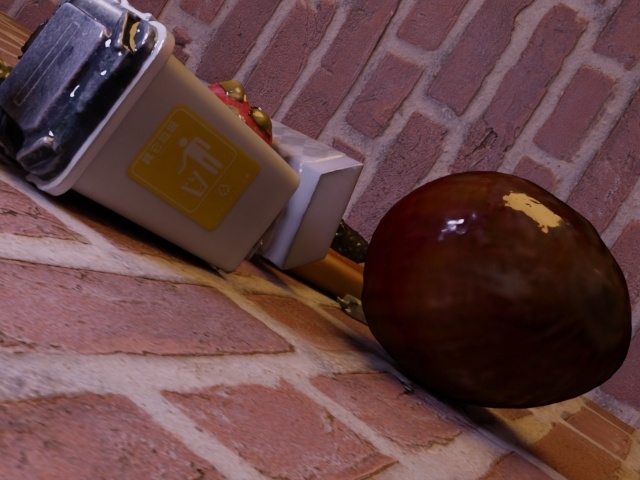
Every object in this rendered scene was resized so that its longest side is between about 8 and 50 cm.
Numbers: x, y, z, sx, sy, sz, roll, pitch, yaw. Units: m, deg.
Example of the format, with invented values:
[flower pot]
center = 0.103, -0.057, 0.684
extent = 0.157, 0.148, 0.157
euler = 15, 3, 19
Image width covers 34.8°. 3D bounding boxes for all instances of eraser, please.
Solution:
[eraser]
center = -0.085, -0.095, 1.796
extent = 0.082, 0.213, 0.397
euler = 19, 8, -32

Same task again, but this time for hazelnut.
[hazelnut]
center = 0.275, 0.078, 1.560
extent = 0.421, 0.353, 0.421
euler = 20, -42, 19

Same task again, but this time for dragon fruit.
[dragon fruit]
center = -0.201, -0.138, 1.695
extent = 0.227, 0.307, 0.243
euler = 41, 37, -2

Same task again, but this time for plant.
[plant]
center = 0.000, 0.000, 2.051
extent = 0.194, 0.132, 0.129
euler = 36, 1, -10

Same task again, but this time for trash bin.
[trash bin]
center = -0.234, -0.140, 1.378
extent = 0.367, 0.256, 0.296
euler = 36, -1, -40

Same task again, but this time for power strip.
[power strip]
center = 0.099, 0.140, 1.844
extent = 0.191, 0.030, 0.047
euler = 30, 4, -33

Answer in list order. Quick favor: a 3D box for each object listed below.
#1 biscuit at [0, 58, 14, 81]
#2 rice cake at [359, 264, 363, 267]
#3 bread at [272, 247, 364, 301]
[biscuit]
center = -0.575, -0.291, 1.637
extent = 0.273, 0.036, 0.187
euler = 30, -13, -6
[rice cake]
center = 0.021, 0.043, 2.254
extent = 0.256, 0.052, 0.057
euler = 34, -24, 19
[bread]
center = 0.000, 0.049, 1.878
extent = 0.239, 0.074, 0.092
euler = 30, 12, -27
